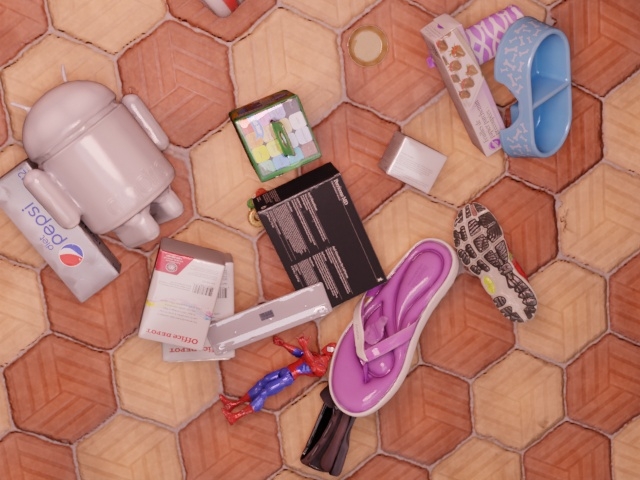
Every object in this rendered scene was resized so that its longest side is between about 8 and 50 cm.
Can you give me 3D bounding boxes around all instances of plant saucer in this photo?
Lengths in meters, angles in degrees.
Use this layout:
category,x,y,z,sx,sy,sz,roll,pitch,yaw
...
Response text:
category,x,y,z,sx,sy,sz,roll,pitch,yaw
plant saucer,0.095,-0.392,1.754,0.083,0.015,0.083,-2,103,-8

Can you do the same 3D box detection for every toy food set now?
category,x,y,z,sx,sy,sz,roll,pitch,yaw
toy food set,-0.110,-0.068,1.798,0.083,0.020,0.082,-1,103,-8

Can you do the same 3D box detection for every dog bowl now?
category,x,y,z,sx,sy,sz,roll,pitch,yaw
dog bowl,0.432,-0.296,1.737,0.166,0.074,0.297,-34,128,-29

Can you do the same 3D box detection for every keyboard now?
category,x,y,z,sx,sy,sz,roll,pitch,yaw
keyboard,-0.105,0.159,1.760,0.256,0.014,0.072,-21,108,-1

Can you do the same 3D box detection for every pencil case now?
category,x,y,z,sx,sy,sz,roll,pitch,yaw
pencil case,0.319,-0.399,1.749,0.206,0.088,0.086,-27,121,-3

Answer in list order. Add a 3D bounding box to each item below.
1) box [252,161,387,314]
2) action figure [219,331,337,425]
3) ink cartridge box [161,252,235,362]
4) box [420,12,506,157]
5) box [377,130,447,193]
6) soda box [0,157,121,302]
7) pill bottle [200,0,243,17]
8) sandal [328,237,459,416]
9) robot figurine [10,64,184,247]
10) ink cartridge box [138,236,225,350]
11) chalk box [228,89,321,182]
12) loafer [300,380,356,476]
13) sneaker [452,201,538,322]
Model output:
category,x,y,z,sx,sy,sz,roll,pitch,yaw
box,0.000,0.000,1.778,0.184,0.103,0.261,-24,113,0
action figure,-0.096,0.266,1.843,0.280,0.091,0.139,-26,115,-2
ink cartridge box,-0.254,0.137,1.790,0.153,0.087,0.208,-1,103,-9
box,0.289,-0.300,1.711,0.063,0.067,0.324,-34,132,2
box,0.186,-0.162,1.779,0.101,0.102,0.087,25,101,-13
soda box,-0.518,-0.022,1.708,0.098,0.091,0.286,-37,106,0
pill bottle,-0.125,-0.600,1.569,0.363,0.210,0.210,-45,106,3
sandal,0.134,0.160,1.793,0.416,0.169,0.102,-59,146,-13
robot figurine,-0.414,-0.154,1.637,0.353,0.200,0.300,52,51,-16
ink cartridge box,-0.267,0.102,1.668,0.128,0.127,0.176,15,99,-12
chalk box,-0.087,-0.201,1.669,0.132,0.213,0.132,-23,106,-3
loafer,0.030,0.367,1.884,0.095,0.109,0.302,12,102,-5
sneaker,0.372,0.051,1.863,0.107,0.118,0.279,-28,84,16
